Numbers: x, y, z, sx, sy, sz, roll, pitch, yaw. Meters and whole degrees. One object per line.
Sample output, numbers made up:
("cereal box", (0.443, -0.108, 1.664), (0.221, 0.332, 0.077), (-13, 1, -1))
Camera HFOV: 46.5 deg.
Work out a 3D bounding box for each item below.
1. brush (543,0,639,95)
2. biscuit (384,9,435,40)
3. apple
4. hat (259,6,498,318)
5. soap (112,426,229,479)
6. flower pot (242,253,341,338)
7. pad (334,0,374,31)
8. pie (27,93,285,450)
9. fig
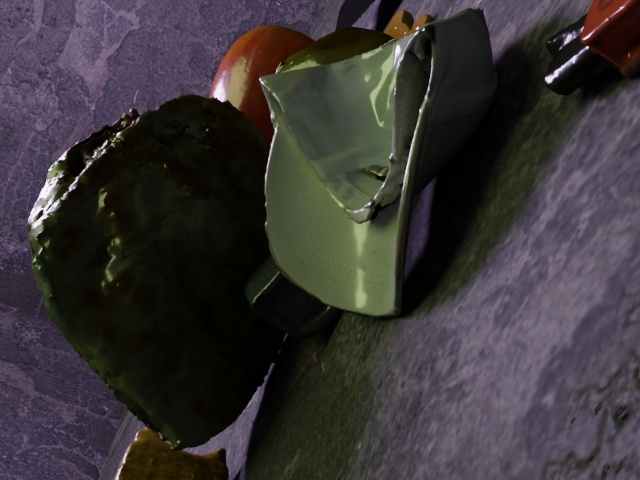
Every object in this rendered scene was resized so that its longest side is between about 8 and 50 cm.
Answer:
("brush", (0.230, -0.170, 0.408), (0.070, 0.051, 0.323), (-62, 7, -24))
("biscuit", (0.114, -0.241, 1.041), (0.158, 0.035, 0.240), (-61, 19, 19))
("apple", (-0.050, -0.218, 1.191), (0.242, 0.242, 0.241), (-176, 99, -77))
("hat", (0.071, -0.074, 0.730), (0.258, 0.168, 0.301), (1, 88, 55))
("soap", (-0.235, 0.435, 0.894), (0.335, 0.156, 0.293), (-62, 14, 21))
("flower pot", (0.000, 0.000, 0.891), (0.229, 0.103, 0.108), (-62, 13, 4))
("pad", (0.165, -0.520, 1.444), (0.375, 0.063, 0.315), (-43, 22, 34))
("pie", (-0.177, 0.028, 0.969), (0.180, 0.395, 0.418), (-17, 40, 45))
("fig", (0.030, -0.187, 0.912), (0.144, 0.165, 0.154), (85, 179, -72))
